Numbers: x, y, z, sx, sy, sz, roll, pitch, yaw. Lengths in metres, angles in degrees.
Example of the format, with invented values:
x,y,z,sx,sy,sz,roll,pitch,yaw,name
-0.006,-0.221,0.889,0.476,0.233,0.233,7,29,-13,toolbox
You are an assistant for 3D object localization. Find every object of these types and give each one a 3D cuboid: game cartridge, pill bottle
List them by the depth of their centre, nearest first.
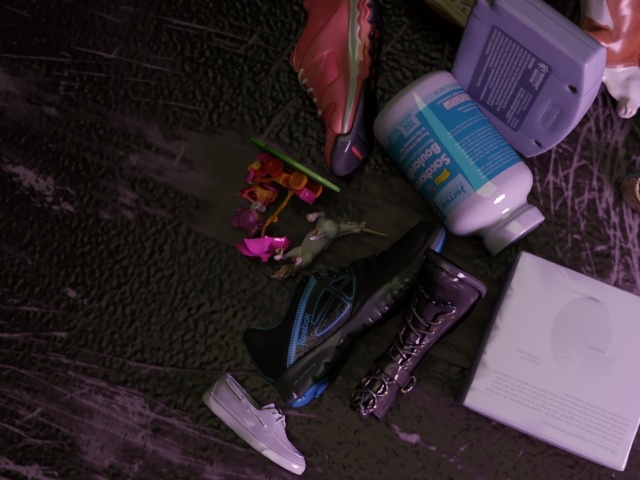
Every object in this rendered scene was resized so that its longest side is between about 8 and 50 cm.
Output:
x,y,z,sx,sy,sz,roll,pitch,yaw,name
0.279,-0.227,1.215,0.198,0.297,0.062,36,76,9,game cartridge
0.205,-0.106,1.274,0.146,0.146,0.264,-37,78,-2,pill bottle

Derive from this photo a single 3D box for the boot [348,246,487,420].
x,y,z,sx,sy,sz,roll,pitch,yaw,name
0.120,0.143,1.188,0.091,0.263,0.229,35,78,20,boot

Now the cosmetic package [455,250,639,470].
x,y,z,sx,sy,sz,roll,pitch,yaw,name
0.333,0.166,1.217,0.224,0.138,0.224,22,81,9,cosmetic package

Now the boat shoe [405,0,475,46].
x,y,z,sx,sy,sz,roll,pitch,yaw,name
0.231,-0.347,1.338,0.285,0.104,0.089,44,89,12,boat shoe

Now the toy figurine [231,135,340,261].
x,y,z,sx,sy,sz,roll,pitch,yaw,name
-0.081,-0.052,1.320,0.173,0.130,0.159,33,94,32,toy figurine

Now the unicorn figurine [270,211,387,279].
x,y,z,sx,sy,sz,roll,pitch,yaw,name
0.000,0.000,1.306,0.162,0.111,0.060,-30,73,18,unicorn figurine

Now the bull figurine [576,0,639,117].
x,y,z,sx,sy,sz,roll,pitch,yaw,name
0.402,-0.327,1.245,0.188,0.101,0.310,-8,111,-18,bull figurine

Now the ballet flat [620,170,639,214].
x,y,z,sx,sy,sz,roll,pitch,yaw,name
0.522,-0.025,1.271,0.206,0.067,0.073,40,84,10,ballet flat

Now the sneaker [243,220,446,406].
x,y,z,sx,sy,sz,roll,pitch,yaw,name
0.037,0.078,1.269,0.341,0.125,0.139,-43,74,-6,sneaker

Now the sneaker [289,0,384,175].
x,y,z,sx,sy,sz,roll,pitch,yaw,name
0.017,-0.244,1.351,0.136,0.116,0.314,2,73,16,sneaker

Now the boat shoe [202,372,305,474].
x,y,z,sx,sy,sz,roll,pitch,yaw,name
-0.087,0.264,1.281,0.184,0.066,0.063,37,86,20,boat shoe
